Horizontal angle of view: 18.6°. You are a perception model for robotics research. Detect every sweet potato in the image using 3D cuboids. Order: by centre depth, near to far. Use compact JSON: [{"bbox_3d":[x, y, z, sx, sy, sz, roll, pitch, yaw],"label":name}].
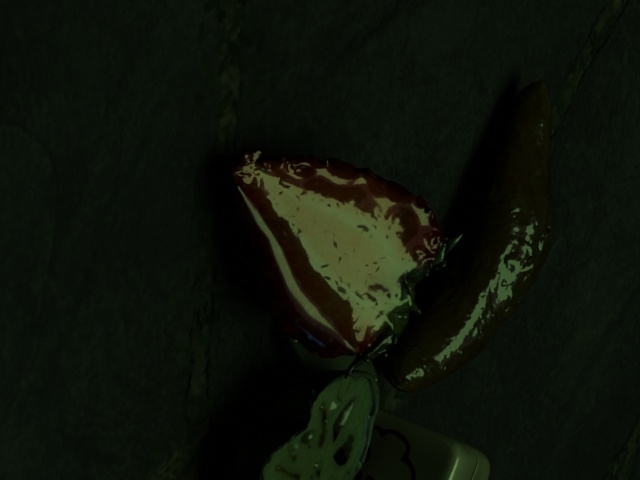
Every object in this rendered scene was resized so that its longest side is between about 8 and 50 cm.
[{"bbox_3d":[0.169,0.011,1.904,0.114,0.092,0.341,38,73,-36],"label":"sweet potato"}]

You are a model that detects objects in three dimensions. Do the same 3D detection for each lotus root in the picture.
[{"bbox_3d":[-0.032,0.195,1.729,0.183,0.078,0.203,-28,137,-50],"label":"lotus root"}]

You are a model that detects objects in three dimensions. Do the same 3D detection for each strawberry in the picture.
[{"bbox_3d":[-0.011,0.012,1.656,0.228,0.098,0.174,21,92,-32],"label":"strawberry"}]

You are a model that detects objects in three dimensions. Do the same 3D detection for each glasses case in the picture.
[{"bbox_3d":[0.032,0.328,1.823,0.076,0.144,0.336,31,79,-56],"label":"glasses case"}]

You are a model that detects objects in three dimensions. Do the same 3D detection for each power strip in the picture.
[{"bbox_3d":[0.006,0.101,1.779,0.076,0.028,0.169,-49,141,-24],"label":"power strip"}]
